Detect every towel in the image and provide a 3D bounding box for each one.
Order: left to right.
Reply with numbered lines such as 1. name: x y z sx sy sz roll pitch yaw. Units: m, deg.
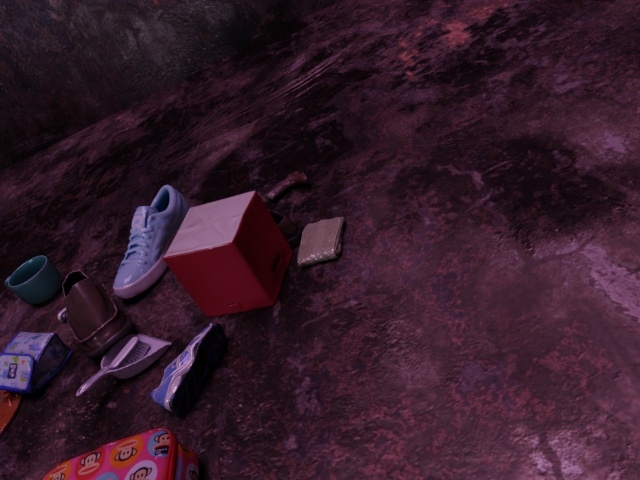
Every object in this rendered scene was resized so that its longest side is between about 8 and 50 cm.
1. towel: 0.000 0.000 1.541 0.110 0.027 0.148 -16 35 21

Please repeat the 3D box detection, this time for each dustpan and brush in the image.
1. dustpan and brush: -0.449 0.275 1.479 0.147 0.060 0.211 5 46 42

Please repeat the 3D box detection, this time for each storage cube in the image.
1. storage cube: -0.204 0.033 1.500 0.215 0.193 0.183 -11 37 24

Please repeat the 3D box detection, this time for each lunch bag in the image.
1. lunch bag: -0.705 0.298 1.612 0.129 0.096 0.151 -2 45 26
2. lunch bag: -0.347 0.468 1.101 0.293 0.120 0.258 -23 37 13

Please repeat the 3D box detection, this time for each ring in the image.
1. ring: -0.866 0.439 1.605 0.337 0.032 0.336 -20 33 14

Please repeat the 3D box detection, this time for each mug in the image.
1. mug: -0.825 0.119 1.944 0.129 0.097 0.158 -46 36 -23

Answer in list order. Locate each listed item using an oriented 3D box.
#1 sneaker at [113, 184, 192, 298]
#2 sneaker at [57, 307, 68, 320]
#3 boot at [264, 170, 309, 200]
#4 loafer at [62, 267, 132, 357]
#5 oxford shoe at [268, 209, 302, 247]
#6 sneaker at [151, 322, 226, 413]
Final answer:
1. sneaker: -0.474 -0.009 1.800 0.135 0.150 0.365 -10 37 28
2. sneaker: -0.670 0.186 1.803 0.035 0.031 0.083 8 51 25
3. boot: -0.092 -0.140 1.790 0.114 0.037 0.106 -34 20 -13
4. loafer: -0.573 0.170 1.634 0.134 0.130 0.366 -41 30 -16
5. oxford shoe: -0.148 -0.041 1.647 0.227 0.096 0.082 0 45 40
6. sneaker: -0.268 0.249 1.360 0.081 0.080 0.211 2 43 34
